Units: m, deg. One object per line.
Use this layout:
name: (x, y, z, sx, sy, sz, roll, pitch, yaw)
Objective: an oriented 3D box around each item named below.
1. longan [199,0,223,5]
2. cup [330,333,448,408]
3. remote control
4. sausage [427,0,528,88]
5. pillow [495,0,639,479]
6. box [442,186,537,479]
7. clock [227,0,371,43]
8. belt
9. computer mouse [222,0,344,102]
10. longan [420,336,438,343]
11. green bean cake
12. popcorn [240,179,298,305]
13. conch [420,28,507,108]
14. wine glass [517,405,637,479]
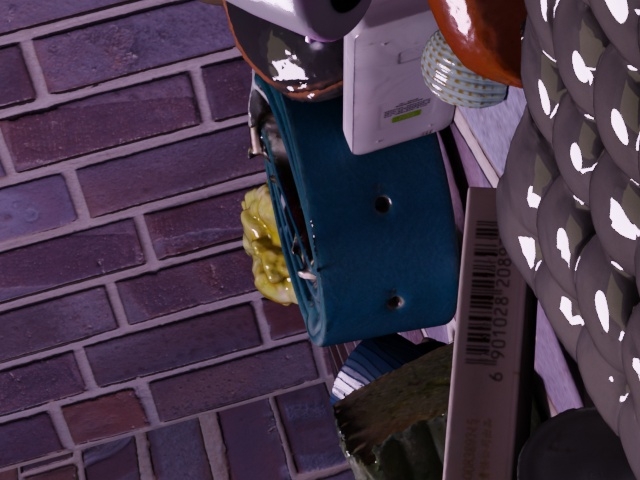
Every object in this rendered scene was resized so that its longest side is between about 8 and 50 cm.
longan: (-0.117, -0.401, 1.686, 0.248, 0.248, 0.248, 165, 90, -85)
cup: (0.101, 0.170, 1.479, 0.138, 0.113, 0.150, 33, -168, 24)
remote control: (0.070, -0.143, 1.188, 0.250, 0.103, 0.034, 85, 167, -71)
sausage: (0.077, -0.246, 0.811, 0.097, 0.094, 0.349, -105, 2, -64)
pillow: (0.147, -0.042, 0.616, 0.326, 0.101, 0.228, 77, 174, -46)
box: (0.118, 0.168, 0.981, 0.205, 0.051, 0.365, 68, -154, -65)
clock: (0.038, -0.232, 0.618, 0.090, 0.227, 0.248, 28, 132, 32)
belt: (0.027, -0.080, 1.483, 0.436, 0.173, 0.300, -114, 17, -52)
computer mouse: (-0.012, -0.257, 1.333, 0.116, 0.183, 0.323, 45, -166, -36)
longan: (0.124, 0.164, 1.591, 0.106, 0.106, 0.119, 85, -173, -66)
green bean cake: (0.110, 0.175, 1.290, 0.173, 0.181, 0.094, -124, 11, -77)
popcorn: (0.000, 0.000, 1.910, 0.259, 0.212, 0.259, -12, -90, -88)
conch: (0.108, -0.134, 1.067, 0.076, 0.056, 0.085, 57, 167, 32)
wine glass: (0.189, 0.221, 0.943, 0.103, 0.103, 0.231, -110, 5, -46)
